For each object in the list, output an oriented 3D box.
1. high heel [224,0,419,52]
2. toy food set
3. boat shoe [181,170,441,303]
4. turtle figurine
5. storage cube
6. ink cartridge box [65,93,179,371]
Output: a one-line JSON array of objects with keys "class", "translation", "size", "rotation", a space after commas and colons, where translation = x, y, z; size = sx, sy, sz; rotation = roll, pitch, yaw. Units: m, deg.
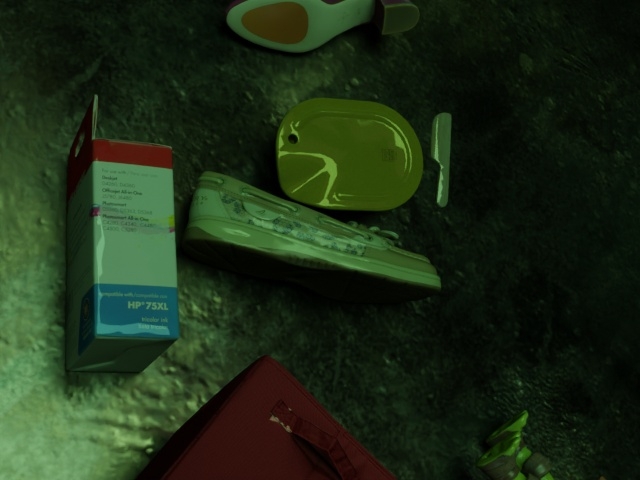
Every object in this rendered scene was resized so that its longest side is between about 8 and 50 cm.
[{"class": "high heel", "translation": [-0.007, -0.293, 1.167], "size": [0.244, 0.082, 0.117], "rotation": [-11, 43, -16]}, {"class": "toy food set", "translation": [0.041, -0.088, 1.097], "size": [0.217, 0.071, 0.128], "rotation": [3, 77, -23]}, {"class": "boat shoe", "translation": [0.000, 0.000, 1.016], "size": [0.285, 0.104, 0.089], "rotation": [16, 66, -20]}, {"class": "turtle figurine", "translation": [0.264, 0.293, 1.042], "size": [0.217, 0.087, 0.269], "rotation": [51, 35, 4]}, {"class": "storage cube", "translation": [-0.073, 0.248, 0.797], "size": [0.183, 0.215, 0.193], "rotation": [45, 41, -2]}, {"class": "ink cartridge box", "translation": [-0.189, -0.004, 0.904], "size": [0.078, 0.134, 0.231], "rotation": [4, 69, -24]}]
